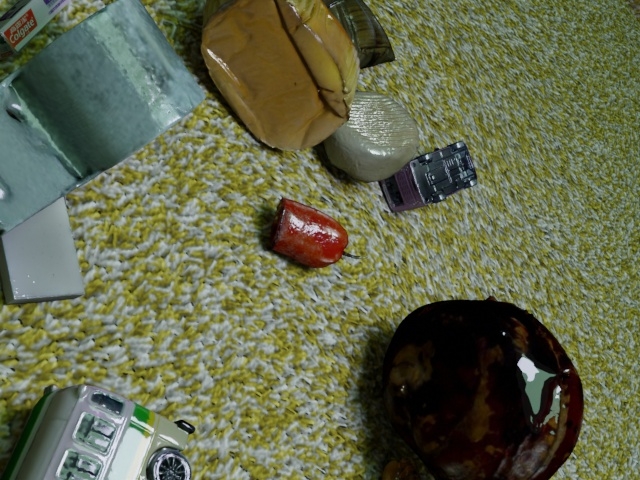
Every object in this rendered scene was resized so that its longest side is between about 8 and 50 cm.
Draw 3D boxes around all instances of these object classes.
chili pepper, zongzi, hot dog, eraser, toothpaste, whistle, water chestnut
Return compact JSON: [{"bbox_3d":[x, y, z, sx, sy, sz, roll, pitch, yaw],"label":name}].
[{"bbox_3d":[0.000,0.000,1.465,0.192,0.086,0.084,22,29,-29],"label":"chili pepper"},{"bbox_3d":[0.051,-0.425,1.704,0.242,0.112,0.221,-26,91,-57],"label":"zongzi"},{"bbox_3d":[0.144,0.427,1.447,0.072,0.055,0.188,-3,75,-46],"label":"hot dog"},{"bbox_3d":[-0.354,0.002,1.133,0.104,0.023,0.150,-2,73,-50],"label":"eraser"},{"bbox_3d":[-0.385,-0.314,1.233,0.040,0.047,0.196,58,39,-32],"label":"toothpaste"},{"bbox_3d":[-0.319,-0.159,1.151,0.405,0.188,0.168,-43,107,-29],"label":"whistle"},{"bbox_3d":[0.276,0.254,1.460,0.347,0.335,0.335,20,58,-42],"label":"water chestnut"}]

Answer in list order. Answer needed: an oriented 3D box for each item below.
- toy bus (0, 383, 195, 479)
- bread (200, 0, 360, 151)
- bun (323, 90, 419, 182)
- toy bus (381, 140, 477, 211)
[{"bbox_3d":[-0.274,0.316,0.985,0.179,0.143,0.305,37,49,-26],"label":"toy bus"},{"bbox_3d":[-0.063,-0.299,1.470,0.288,0.204,0.156,46,27,-27],"label":"bread"},{"bbox_3d":[0.084,-0.174,1.613,0.173,0.113,0.167,22,52,-10],"label":"bun"},{"bbox_3d":[0.209,-0.120,1.728,0.199,0.108,0.096,-24,95,-47],"label":"toy bus"}]
